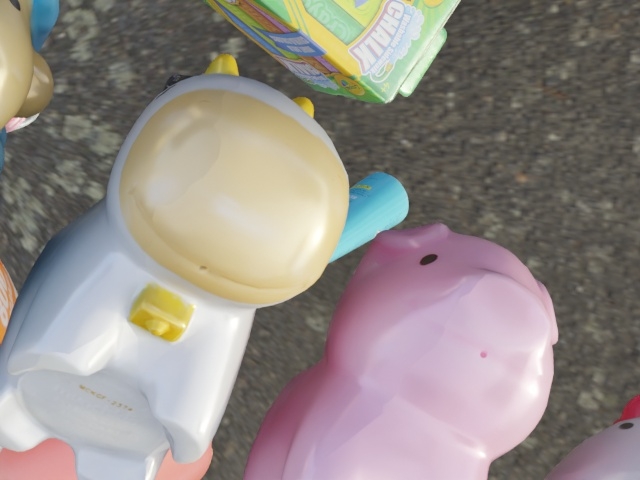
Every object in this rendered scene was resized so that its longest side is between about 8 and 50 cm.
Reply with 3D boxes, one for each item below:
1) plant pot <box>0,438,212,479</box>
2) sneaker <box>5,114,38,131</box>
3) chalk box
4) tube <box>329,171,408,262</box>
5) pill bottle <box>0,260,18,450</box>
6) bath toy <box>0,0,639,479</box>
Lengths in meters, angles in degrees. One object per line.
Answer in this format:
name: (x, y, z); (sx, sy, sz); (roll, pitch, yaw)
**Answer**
plant pot: (-0.245, 0.182, 1.392); (0.243, 0.275, 0.275); (-26, 102, -38)
sneaker: (-0.274, -0.130, 1.304); (0.051, 0.134, 0.070); (-34, 73, 8)
chalk box: (0.027, -0.266, 1.685); (0.289, 0.179, 0.180); (35, 83, -28)
tube: (0.000, 0.000, 1.386); (0.207, 0.080, 0.052); (-33, 101, -46)
pill bottle: (-0.282, -0.033, 0.660); (0.224, 0.224, 0.392); (-28, 144, -11)
bath toy: (0.015, 0.041, 0.537); (0.348, 0.151, 0.129); (32, 49, -15)
